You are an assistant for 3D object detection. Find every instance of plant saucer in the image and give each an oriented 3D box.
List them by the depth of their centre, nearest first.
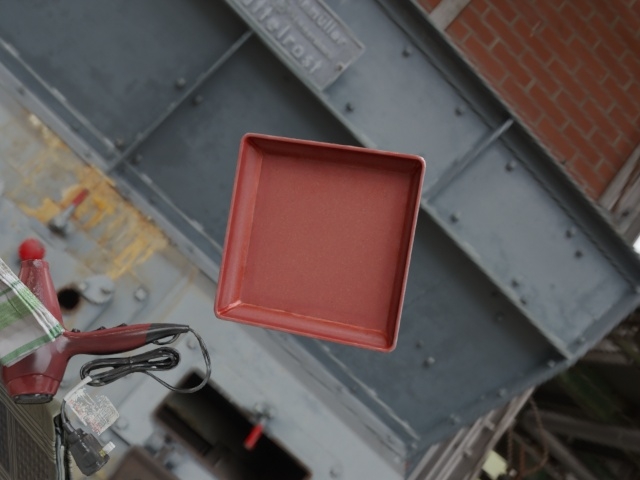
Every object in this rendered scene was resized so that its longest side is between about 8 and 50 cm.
[{"bbox_3d":[0.000,0.000,1.167,0.259,0.259,0.048,10,1,16],"label":"plant saucer"}]

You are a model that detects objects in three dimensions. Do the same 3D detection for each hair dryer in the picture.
[{"bbox_3d":[-0.308,0.141,1.142,0.293,0.224,0.080,44,-21,10],"label":"hair dryer"}]

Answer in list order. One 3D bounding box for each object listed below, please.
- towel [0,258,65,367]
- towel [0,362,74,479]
[{"bbox_3d":[-0.379,0.074,0.994,0.113,0.023,0.152,-29,-71,29],"label":"towel"},{"bbox_3d":[-0.464,0.339,1.394,0.324,0.056,0.312,26,-62,47],"label":"towel"}]
